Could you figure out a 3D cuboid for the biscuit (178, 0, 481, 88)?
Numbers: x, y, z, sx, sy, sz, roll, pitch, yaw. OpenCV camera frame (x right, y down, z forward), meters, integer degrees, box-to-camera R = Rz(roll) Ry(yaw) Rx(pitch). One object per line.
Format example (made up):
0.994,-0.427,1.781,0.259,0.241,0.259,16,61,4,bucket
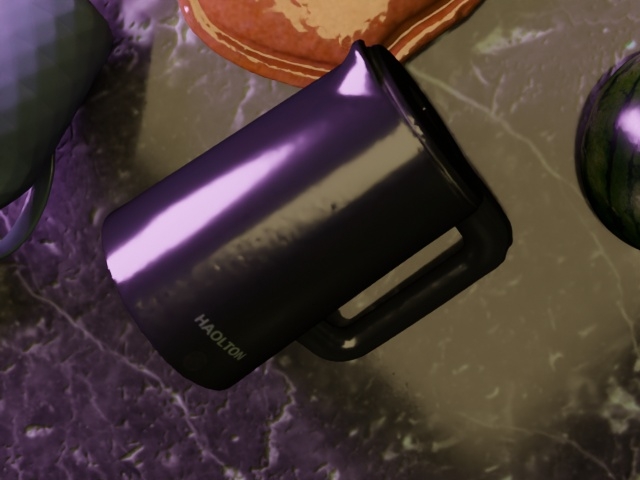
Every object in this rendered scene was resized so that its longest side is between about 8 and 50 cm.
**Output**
0.002,-0.362,0.993,0.349,0.078,0.455,-10,97,13,biscuit

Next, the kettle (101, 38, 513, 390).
-0.004,0.001,0.961,0.308,0.203,0.262,-33,95,14,kettle

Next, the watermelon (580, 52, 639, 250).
0.349,-0.072,0.954,0.204,0.127,0.232,8,104,3,watermelon

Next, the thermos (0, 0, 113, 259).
-0.311,-0.104,0.978,0.145,0.182,0.286,9,65,30,thermos
